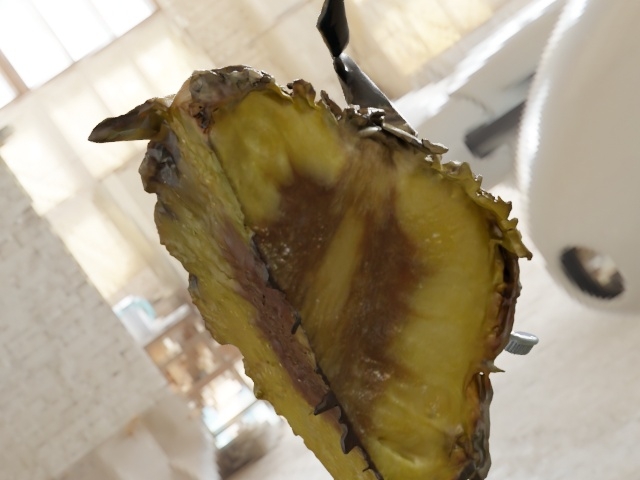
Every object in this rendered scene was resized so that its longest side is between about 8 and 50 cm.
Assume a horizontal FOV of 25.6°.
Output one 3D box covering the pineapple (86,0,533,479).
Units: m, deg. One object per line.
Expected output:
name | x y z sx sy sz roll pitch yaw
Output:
pineapple | 0.004 -0.003 0.758 0.158 0.334 0.161 -42 29 -14

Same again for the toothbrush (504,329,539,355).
toothbrush | 0.089 0.068 0.995 0.193 0.013 0.019 9 -58 -41
